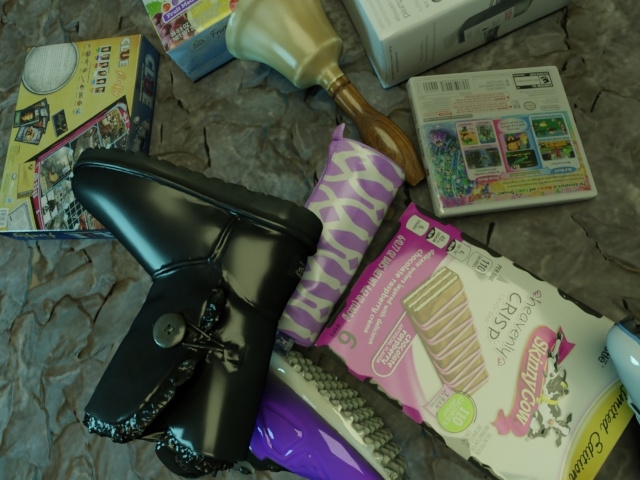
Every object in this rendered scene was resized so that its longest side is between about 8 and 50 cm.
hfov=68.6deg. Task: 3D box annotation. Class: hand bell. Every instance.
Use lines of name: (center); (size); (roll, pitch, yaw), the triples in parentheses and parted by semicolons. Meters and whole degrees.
hand bell: (0.024, -0.152, 0.488); (0.126, 0.126, 0.242); (-39, 84, 1)

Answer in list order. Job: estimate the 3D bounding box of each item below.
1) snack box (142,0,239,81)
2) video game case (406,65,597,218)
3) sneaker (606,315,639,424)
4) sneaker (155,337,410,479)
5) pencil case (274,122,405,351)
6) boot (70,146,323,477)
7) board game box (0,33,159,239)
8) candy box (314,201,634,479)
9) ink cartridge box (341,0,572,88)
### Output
snack box: (-0.133, -0.326, 0.566); (0.174, 0.070, 0.207); (-29, 71, 5)
video game case: (0.172, -0.098, 0.453); (0.157, 0.019, 0.143); (-7, 76, -8)
sneaker: (0.257, 0.147, 0.320); (0.086, 0.085, 0.237); (-38, 108, 15)
sneaker: (-0.066, 0.164, 0.427); (0.293, 0.102, 0.146); (31, 85, 24)
pencil case: (0.000, 0.000, 0.452); (0.088, 0.086, 0.206); (32, 83, -13)
boot: (-0.139, 0.045, 0.377); (0.246, 0.094, 0.207); (17, 71, 14)
board game box: (-0.290, -0.123, 0.567); (0.165, 0.042, 0.243); (0, 77, 12)
candy box: (0.135, 0.096, 0.411); (0.233, 0.071, 0.159); (33, 85, 16)
ink cartridge box: (0.135, -0.285, 0.489); (0.218, 0.092, 0.158); (-23, 74, 4)
